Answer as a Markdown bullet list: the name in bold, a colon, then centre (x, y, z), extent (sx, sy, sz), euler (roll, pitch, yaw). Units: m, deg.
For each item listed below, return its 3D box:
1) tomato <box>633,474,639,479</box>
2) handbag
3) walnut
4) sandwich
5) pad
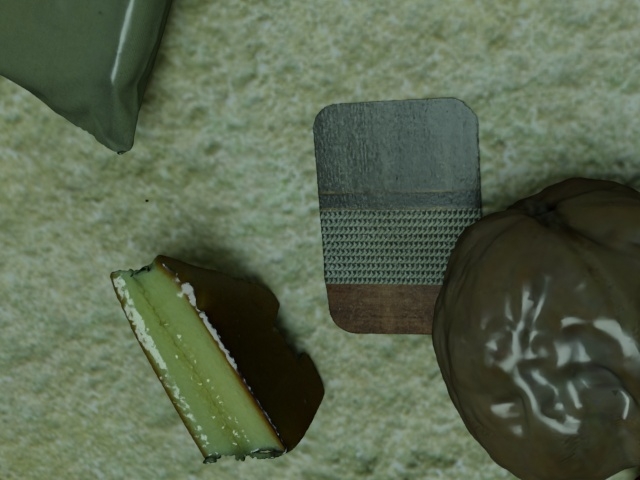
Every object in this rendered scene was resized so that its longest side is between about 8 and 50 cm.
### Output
- **tomato**: centre (0.453, 0.287, 0.838), extent (0.338, 0.338, 0.144), euler (40, 86, -3)
- **handbag**: centre (-0.235, -0.274, 0.879), extent (0.253, 0.109, 0.316), euler (27, 115, 8)
- **walnut**: centre (0.228, 0.082, 0.828), extent (0.227, 0.273, 0.273), euler (10, 118, 50)
- **sandwich**: centre (-0.109, 0.107, 0.982), extent (0.122, 0.128, 0.236), euler (-21, 103, 24)
- **pad**: centre (-0.002, -0.008, 0.947), extent (0.323, 0.055, 0.250), euler (-7, 110, -2)
